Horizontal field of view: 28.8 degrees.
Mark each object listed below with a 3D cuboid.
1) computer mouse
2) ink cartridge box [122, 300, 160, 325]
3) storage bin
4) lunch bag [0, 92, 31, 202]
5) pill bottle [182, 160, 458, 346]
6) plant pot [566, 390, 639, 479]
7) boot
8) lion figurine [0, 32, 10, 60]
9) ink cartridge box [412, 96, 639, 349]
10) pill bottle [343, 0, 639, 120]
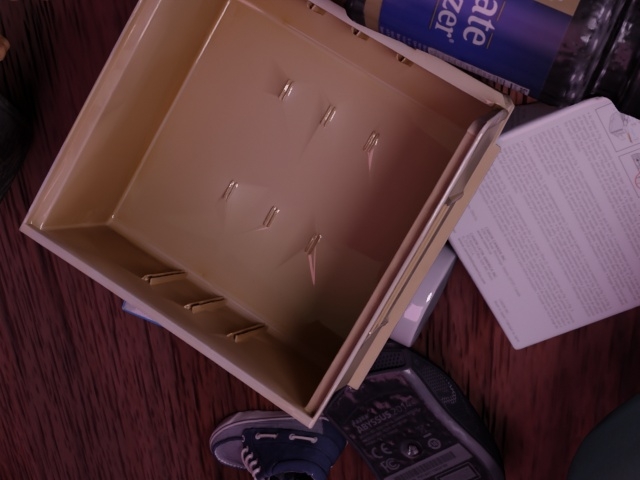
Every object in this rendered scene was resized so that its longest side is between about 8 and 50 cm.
[{"bbox_3d":[0.085,0.155,1.180,0.188,0.072,0.272,-27,107,27],"label":"computer mouse"},{"bbox_3d":[-0.094,0.042,1.140,0.104,0.181,0.062,22,100,10],"label":"ink cartridge box"},{"bbox_3d":[-0.033,-0.052,0.915,0.262,0.123,0.260,33,101,14],"label":"storage bin"},{"bbox_3d":[-0.415,-0.096,1.062,0.256,0.213,0.305,30,176,-1],"label":"lunch bag"},{"bbox_3d":[0.000,0.000,1.041,0.216,0.121,0.121,27,136,10],"label":"pill bottle"},{"bbox_3d":[0.368,0.182,0.883,0.341,0.341,0.334,36,144,-4],"label":"plant pot"},{"bbox_3d":[-0.059,0.227,1.309,0.190,0.086,0.069,-19,117,39],"label":"boot"},{"bbox_3d":[-0.310,-0.285,0.943,0.392,0.142,0.240,24,150,-3],"label":"lion figurine"},{"bbox_3d":[0.215,-0.030,0.970,0.232,0.066,0.189,-24,115,18],"label":"ink cartridge box"},{"bbox_3d":[0.137,-0.163,0.828,0.219,0.123,0.123,24,136,8],"label":"pill bottle"}]
